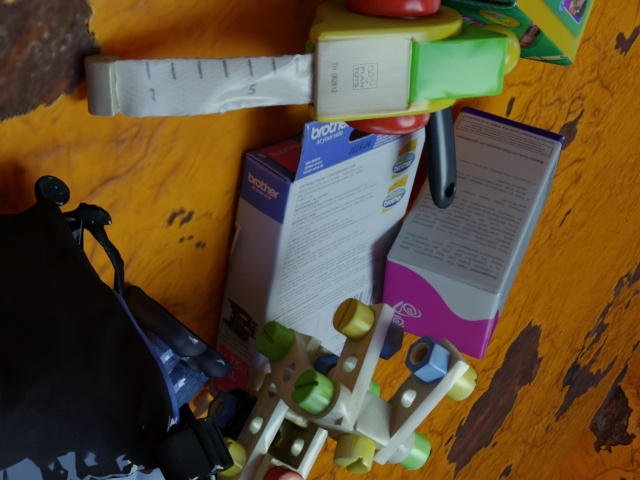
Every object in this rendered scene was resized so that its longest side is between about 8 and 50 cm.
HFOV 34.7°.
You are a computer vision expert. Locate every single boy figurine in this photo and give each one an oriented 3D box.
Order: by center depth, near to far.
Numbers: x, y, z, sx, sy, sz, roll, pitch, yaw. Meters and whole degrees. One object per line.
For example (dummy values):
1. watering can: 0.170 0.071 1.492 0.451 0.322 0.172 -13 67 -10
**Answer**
1. boy figurine: -0.185 0.181 0.780 0.285 0.092 0.177 -52 152 -7

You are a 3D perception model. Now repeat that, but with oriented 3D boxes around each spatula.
1. spatula: 0.082 -0.163 0.827 0.084 0.030 0.297 -29 116 -39

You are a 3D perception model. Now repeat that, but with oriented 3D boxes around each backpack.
1. backpack: -0.186 0.137 0.560 0.213 0.276 0.263 -7 121 -22

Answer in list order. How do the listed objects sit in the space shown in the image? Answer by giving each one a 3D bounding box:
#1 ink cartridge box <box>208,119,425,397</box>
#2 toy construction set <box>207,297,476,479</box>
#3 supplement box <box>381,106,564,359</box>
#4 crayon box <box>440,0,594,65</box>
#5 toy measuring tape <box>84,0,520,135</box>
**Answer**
1. ink cartridge box: 0.000 0.000 0.913 0.185 0.065 0.311 -26 141 -43
2. toy construction set: -0.038 0.195 0.793 0.328 0.215 0.151 -49 115 -19
3. supplement box: 0.151 -0.011 1.013 0.111 0.113 0.220 93 20 -50
4. crayon box: 0.190 -0.299 0.825 0.165 0.081 0.279 14 95 -60
5. toy measuring tape: -0.009 -0.130 0.728 0.330 0.121 0.121 -8 130 -21
